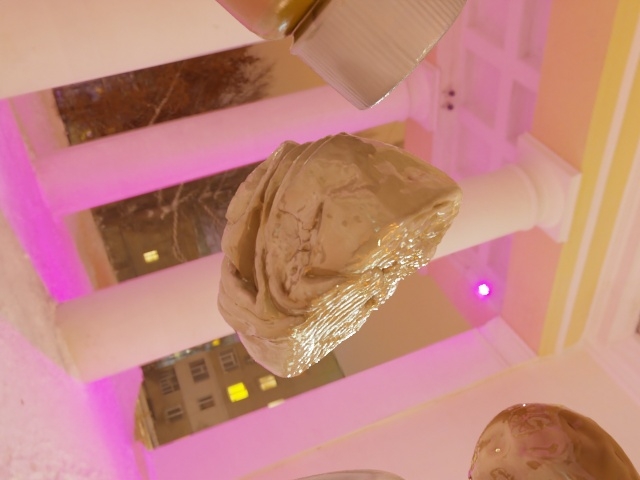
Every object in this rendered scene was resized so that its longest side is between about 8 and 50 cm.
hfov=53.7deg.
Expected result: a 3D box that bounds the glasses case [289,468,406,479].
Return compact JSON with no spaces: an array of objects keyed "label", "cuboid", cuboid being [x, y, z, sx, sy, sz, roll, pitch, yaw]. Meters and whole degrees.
[{"label":"glasses case","cuboid":[0.007,0.286,0.692,0.076,0.197,0.049,43,36,-39]}]

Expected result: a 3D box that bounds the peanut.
[{"label":"peanut","cuboid":[0.161,0.193,0.344,0.229,0.098,0.103,55,-46,3]}]

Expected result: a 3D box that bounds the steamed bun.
[{"label":"steamed bun","cuboid":[-0.002,0.001,0.778,0.203,0.276,0.289,49,-41,20]}]

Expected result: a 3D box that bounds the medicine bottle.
[{"label":"medicine bottle","cuboid":[-0.032,-0.343,0.714,0.384,0.224,0.224,40,-9,-13]}]
